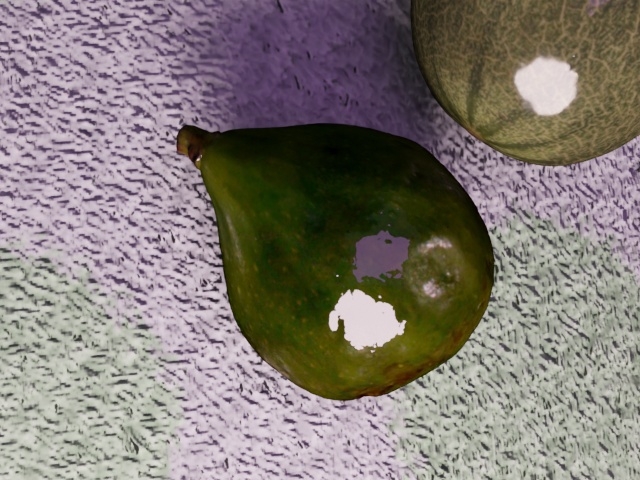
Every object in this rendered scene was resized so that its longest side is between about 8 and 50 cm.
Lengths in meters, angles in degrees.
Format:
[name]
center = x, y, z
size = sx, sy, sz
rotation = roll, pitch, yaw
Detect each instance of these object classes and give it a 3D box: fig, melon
[fig]
center = 0.000, 0.000, 1.396
size = 0.245, 0.195, 0.195
rotation = 34, 79, -25
[melon]
center = 0.191, -0.202, 1.436
size = 0.237, 0.237, 0.302
rotation = 32, 82, -17
